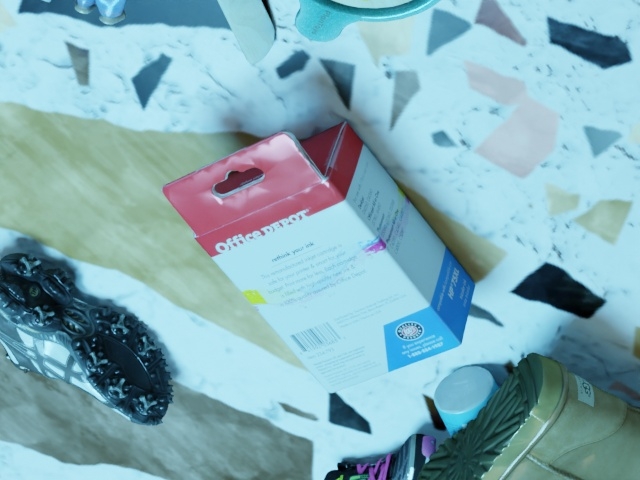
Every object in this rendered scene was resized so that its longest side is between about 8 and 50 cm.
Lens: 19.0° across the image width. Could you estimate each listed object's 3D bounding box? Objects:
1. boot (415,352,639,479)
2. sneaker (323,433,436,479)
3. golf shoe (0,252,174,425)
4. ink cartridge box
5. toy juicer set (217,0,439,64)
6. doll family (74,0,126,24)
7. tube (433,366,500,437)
[{"bbox_3d":[0.232,0.222,1.556,0.269,0.089,0.236,24,128,-19],"label":"boot"},{"bbox_3d":[0.043,0.217,1.665,0.075,0.063,0.170,24,137,-11],"label":"sneaker"},{"bbox_3d":[-0.213,0.090,1.643,0.198,0.077,0.094,44,143,-15],"label":"golf shoe"},{"bbox_3d":[0.000,0.000,1.484,0.134,0.078,0.231,-23,119,31],"label":"ink cartridge box"},{"bbox_3d":[0.006,-0.223,1.268,0.329,0.089,0.209,-23,131,34],"label":"toy juicer set"},{"bbox_3d":[-0.198,-0.231,1.360,0.193,0.076,0.111,16,128,-3],"label":"doll family"},{"bbox_3d":[0.158,0.195,1.624,0.080,0.052,0.207,-8,130,27],"label":"tube"}]
